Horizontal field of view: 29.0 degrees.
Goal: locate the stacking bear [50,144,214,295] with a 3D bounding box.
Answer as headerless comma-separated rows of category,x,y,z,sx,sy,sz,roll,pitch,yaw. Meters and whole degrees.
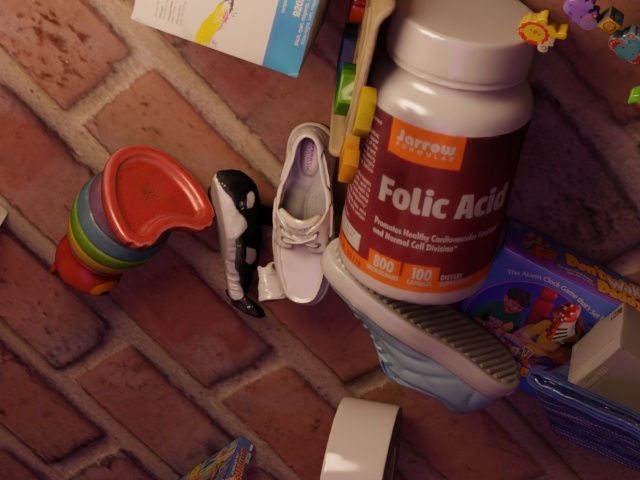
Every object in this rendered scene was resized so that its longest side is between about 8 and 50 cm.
stacking bear,-0.323,-0.011,1.931,0.289,0.175,0.164,-41,74,46

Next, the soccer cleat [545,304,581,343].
soccer cleat,0.364,0.123,1.819,0.035,0.029,0.083,22,132,-13

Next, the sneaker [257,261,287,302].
sneaker,-0.053,0.061,1.929,0.053,0.152,0.061,-12,87,22

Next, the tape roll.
tape roll,0.064,0.406,2.052,0.100,0.286,0.286,10,128,9

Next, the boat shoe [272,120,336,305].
boat shoe,-0.028,-0.031,1.806,0.098,0.096,0.277,3,103,8

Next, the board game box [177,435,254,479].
board game box,-0.210,0.455,2.260,0.035,0.136,0.201,40,127,-16

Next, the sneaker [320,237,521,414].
sneaker,0.120,0.148,1.835,0.366,0.135,0.150,39,121,-14

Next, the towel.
towel,0.432,0.294,1.835,0.243,0.040,0.336,24,166,26

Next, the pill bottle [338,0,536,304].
pill bottle,0.158,-0.128,1.652,0.224,0.224,0.392,13,125,6

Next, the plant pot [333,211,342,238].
plant pot,0.000,0.000,1.896,0.081,0.081,0.083,8,115,10

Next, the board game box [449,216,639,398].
board game box,0.378,0.141,1.895,0.347,0.078,0.233,27,129,-6

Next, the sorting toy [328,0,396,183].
sorting toy,0.045,-0.224,1.565,0.041,0.307,0.229,13,128,-7

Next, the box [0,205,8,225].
box,-0.642,0.029,2.076,0.094,0.113,0.275,38,128,-15

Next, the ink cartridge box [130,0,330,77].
ink cartridge box,-0.101,-0.352,1.595,0.232,0.171,0.168,19,129,0

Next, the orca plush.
orca plush,-0.101,-0.002,1.910,0.102,0.151,0.287,-15,123,-12

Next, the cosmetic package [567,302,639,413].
cosmetic package,0.491,0.210,1.800,0.238,0.107,0.127,28,132,-10

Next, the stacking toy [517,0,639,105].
stacking toy,0.357,-0.262,1.539,0.221,0.167,0.052,33,145,-13
